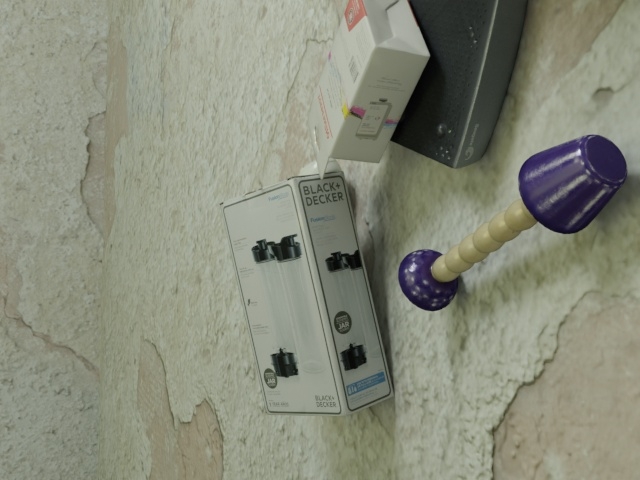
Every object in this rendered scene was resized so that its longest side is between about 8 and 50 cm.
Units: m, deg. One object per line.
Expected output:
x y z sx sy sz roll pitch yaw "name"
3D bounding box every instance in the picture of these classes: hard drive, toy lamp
0.143 -0.216 0.815 0.172 0.054 0.255 38 122 58 "hard drive"
0.172 -0.011 0.723 0.274 0.080 0.080 137 129 -57 "toy lamp"

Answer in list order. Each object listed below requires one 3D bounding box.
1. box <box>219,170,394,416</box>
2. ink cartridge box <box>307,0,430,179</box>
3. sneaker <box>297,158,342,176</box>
-0.021 0.070 0.978 0.169 0.087 0.290 -16 88 49 "box"
0.047 -0.171 0.880 0.198 0.067 0.115 115 152 -46 "ink cartridge box"
0.000 0.000 1.067 0.095 0.090 0.235 38 126 44 "sneaker"
